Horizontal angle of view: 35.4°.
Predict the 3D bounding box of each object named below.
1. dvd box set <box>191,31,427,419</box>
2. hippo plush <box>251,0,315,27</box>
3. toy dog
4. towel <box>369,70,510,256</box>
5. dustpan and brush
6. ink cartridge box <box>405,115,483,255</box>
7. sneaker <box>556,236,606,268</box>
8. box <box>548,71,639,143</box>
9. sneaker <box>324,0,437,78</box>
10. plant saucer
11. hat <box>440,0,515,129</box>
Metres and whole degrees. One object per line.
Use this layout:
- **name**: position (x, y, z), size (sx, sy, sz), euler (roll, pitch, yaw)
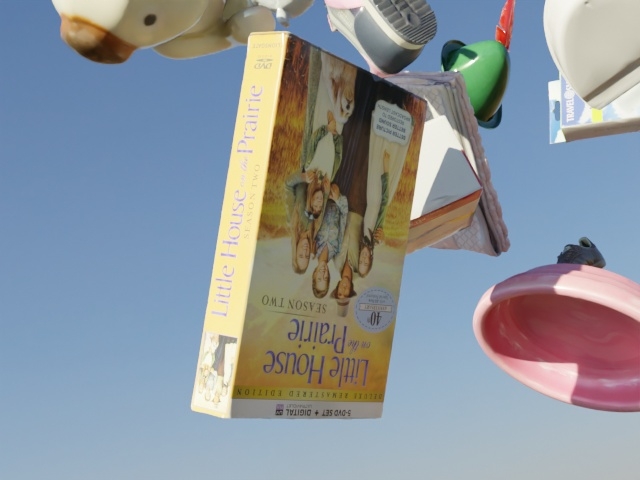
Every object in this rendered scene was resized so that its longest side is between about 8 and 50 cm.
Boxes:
- **dvd box set**: position (0.000, 0.000, 1.190), size (0.062, 0.420, 0.307), euler (6, -5, 37)
- **hippo plush**: position (-0.067, -0.517, 1.733), size (0.294, 0.234, 0.236), euler (10, -40, 16)
- **toy dog**: position (-0.237, -0.397, 1.374), size (0.395, 0.408, 0.284), euler (17, -66, -7)
- **towel**: position (0.160, -0.130, 1.720), size (0.053, 0.332, 0.317), euler (-34, 25, -30)
- **dustpan and brush**: position (0.265, -0.247, 1.001), size (0.211, 0.060, 0.147), euler (37, -58, -26)
- **ink cartridge box**: position (0.149, -0.075, 1.486), size (0.127, 0.128, 0.176), euler (-25, -18, -5)
- **sneaker**: position (0.460, 0.047, 1.863), size (0.188, 0.071, 0.066), euler (-20, -11, -48)
- **box**: position (0.386, -0.191, 1.316), size (0.178, 0.109, 0.042), euler (-6, -30, 23)
- **sneaker**: position (0.024, -0.362, 1.388), size (0.112, 0.319, 0.131), euler (-24, -15, -35)
- **plant saucer**: position (0.402, 0.142, 1.532), size (0.332, 0.084, 0.332), euler (18, -32, 12)
- **hat**: position (0.332, -0.325, 1.784), size (0.183, 0.173, 0.208), euler (-26, -67, 37)
